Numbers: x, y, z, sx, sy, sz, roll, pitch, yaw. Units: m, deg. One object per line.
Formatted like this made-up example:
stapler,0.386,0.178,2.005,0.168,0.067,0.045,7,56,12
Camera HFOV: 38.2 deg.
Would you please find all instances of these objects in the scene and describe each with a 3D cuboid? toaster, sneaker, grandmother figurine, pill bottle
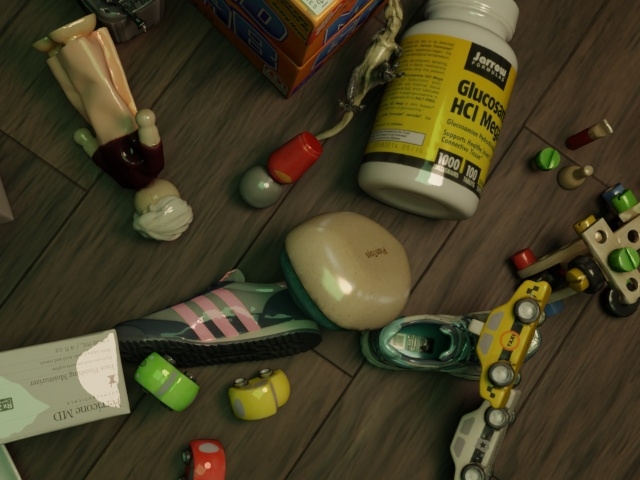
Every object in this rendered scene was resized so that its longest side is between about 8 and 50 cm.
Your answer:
toaster,-0.310,-0.393,1.379,0.129,0.146,0.227,-35,89,-9
sneaker,-0.161,0.112,1.383,0.319,0.112,0.131,-3,62,-7
grandmother figurine,-0.288,-0.152,1.347,0.104,0.208,0.342,-33,107,-25
sneaker,0.207,0.162,1.402,0.283,0.122,0.110,-2,84,-8
pill bottle,0.189,-0.213,1.406,0.188,0.188,0.333,18,82,-5

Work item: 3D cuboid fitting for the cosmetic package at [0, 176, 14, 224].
cosmetic package,-0.541,-0.085,1.297,0.151,0.184,0.151,-17,87,-9

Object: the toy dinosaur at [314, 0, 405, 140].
toy dinosaur,0.068,-0.240,1.376,0.064,0.118,0.268,27,109,-15

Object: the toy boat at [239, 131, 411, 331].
toy boat,0.000,0.000,1.366,0.148,0.267,0.318,-38,73,26

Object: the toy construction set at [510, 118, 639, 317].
toy construction set,0.435,-0.030,1.395,0.258,0.237,0.308,-8,85,-8

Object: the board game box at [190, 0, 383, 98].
board game box,-0.032,-0.487,1.321,0.356,0.356,0.356,45,81,-1

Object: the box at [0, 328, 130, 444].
box,-0.376,0.201,1.271,0.181,0.182,0.119,-10,85,-26

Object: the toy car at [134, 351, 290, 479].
toy car,-0.173,0.247,1.340,0.225,0.053,0.239,43,79,-25

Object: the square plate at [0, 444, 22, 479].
square plate,-0.642,0.287,1.314,0.344,0.049,0.347,-24,88,-9

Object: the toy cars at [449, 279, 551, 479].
toy cars,0.242,0.217,1.346,0.087,0.393,0.176,22,39,21
